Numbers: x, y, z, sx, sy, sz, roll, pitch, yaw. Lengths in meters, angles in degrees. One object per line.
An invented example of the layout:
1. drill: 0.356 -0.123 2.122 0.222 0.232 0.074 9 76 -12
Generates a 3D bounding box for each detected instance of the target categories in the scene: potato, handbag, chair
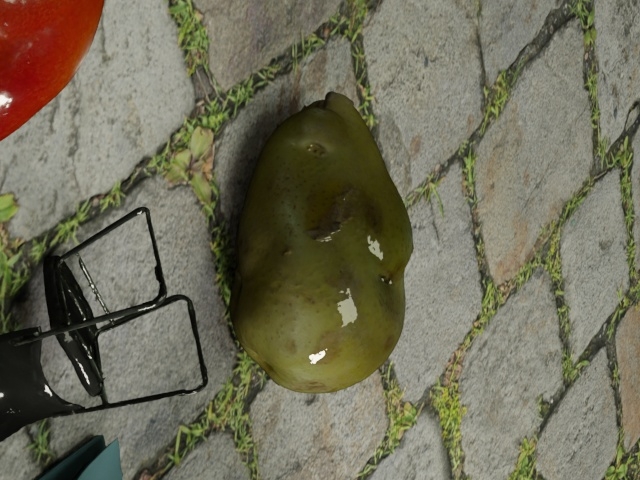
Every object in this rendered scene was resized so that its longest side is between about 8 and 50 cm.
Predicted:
1. potato: -0.001 0.001 1.864 0.218 0.202 0.351 10 78 -47
2. handbag: -0.245 0.327 1.710 0.144 0.057 0.221 -46 136 -49
3. chair: -0.242 0.091 1.594 0.145 0.221 0.140 -109 178 -50

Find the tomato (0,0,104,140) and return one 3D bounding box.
1. tomato: -0.307 -0.218 1.225 0.226 0.299 0.298 -70 152 -48
